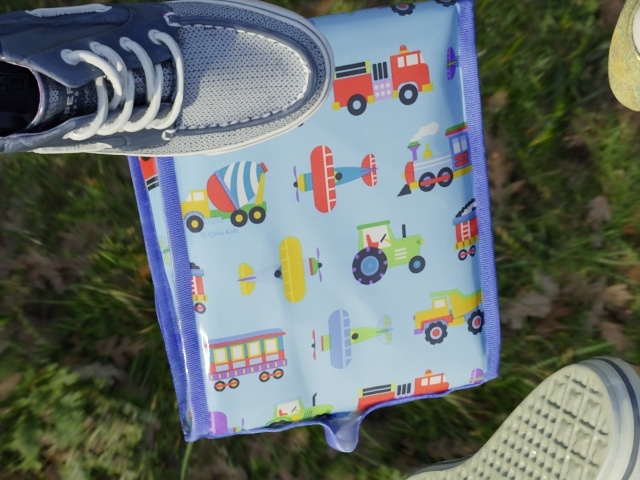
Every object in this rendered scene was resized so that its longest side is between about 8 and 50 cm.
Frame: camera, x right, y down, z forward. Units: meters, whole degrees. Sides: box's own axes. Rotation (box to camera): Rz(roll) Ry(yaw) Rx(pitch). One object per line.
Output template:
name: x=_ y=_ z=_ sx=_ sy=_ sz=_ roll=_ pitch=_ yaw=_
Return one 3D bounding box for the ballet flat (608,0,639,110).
ballet flat: x=0.446 y=-0.307 z=1.790 sx=0.123 sy=0.123 sz=0.348 roll=30 pitch=107 yaw=-3

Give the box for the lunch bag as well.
lunch bag: x=0.000 y=0.000 z=1.016 sx=0.221 sy=0.138 sz=0.293 roll=-11 pitch=97 yaw=-15

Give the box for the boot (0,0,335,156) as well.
boot: x=-0.082 y=-0.058 z=0.595 sx=0.190 sy=0.086 sz=0.069 roll=-5 pitch=106 yaw=-9

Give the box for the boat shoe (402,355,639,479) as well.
boat shoe: x=0.192 y=0.264 z=1.404 sx=0.156 sy=0.500 sz=0.186 roll=8 pitch=55 yaw=-25
